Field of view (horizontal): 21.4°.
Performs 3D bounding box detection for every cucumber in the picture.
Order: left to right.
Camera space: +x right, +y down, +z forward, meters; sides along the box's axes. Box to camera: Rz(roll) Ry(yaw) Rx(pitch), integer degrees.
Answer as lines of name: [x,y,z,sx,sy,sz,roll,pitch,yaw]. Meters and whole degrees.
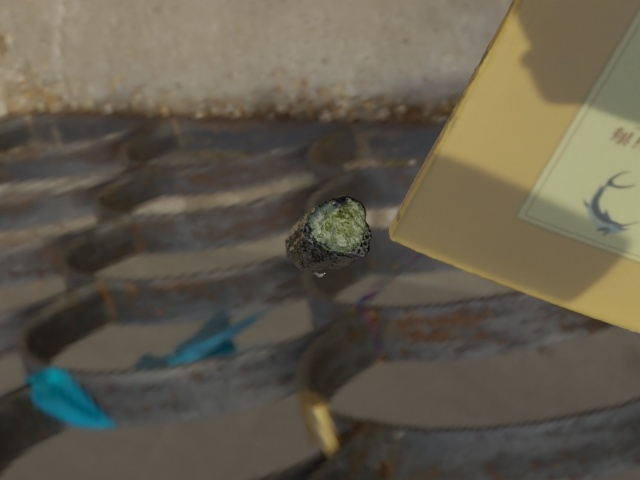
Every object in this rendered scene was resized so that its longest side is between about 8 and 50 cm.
cucumber: [0.000,0.000,0.989,0.043,0.039,0.163,23,172,-8]

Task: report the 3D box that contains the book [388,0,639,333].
book: [0.238,-0.091,1.160,0.269,0.032,0.389,21,131,-9]
